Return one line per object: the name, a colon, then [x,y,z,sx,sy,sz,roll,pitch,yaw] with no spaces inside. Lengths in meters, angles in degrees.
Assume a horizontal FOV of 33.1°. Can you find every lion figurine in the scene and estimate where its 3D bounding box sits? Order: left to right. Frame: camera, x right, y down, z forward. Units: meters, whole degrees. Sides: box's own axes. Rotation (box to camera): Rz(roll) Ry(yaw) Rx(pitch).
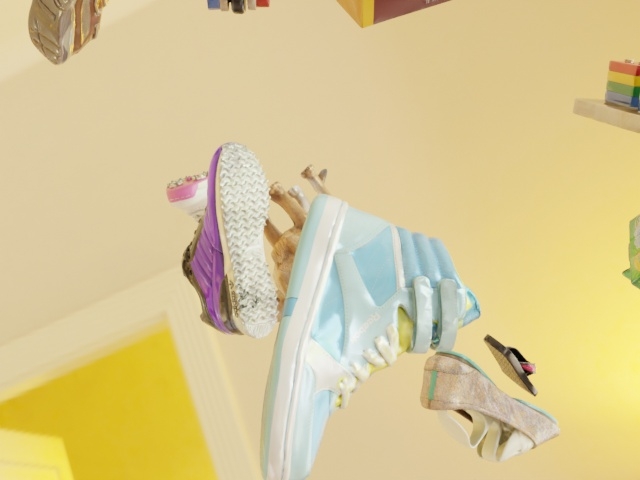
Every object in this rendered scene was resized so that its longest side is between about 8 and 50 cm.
lion figurine: [0.000,0.000,1.906,0.142,0.240,0.392,-42,-2,31]

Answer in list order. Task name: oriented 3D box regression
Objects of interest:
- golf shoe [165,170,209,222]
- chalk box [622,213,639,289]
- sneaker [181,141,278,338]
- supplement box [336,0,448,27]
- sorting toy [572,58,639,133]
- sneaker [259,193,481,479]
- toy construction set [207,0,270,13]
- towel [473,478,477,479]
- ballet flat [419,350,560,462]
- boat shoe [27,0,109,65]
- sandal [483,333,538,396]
golf shoe: [-0.206,-0.068,2.086,0.115,0.140,0.306,-13,2,15]
chalk box: [0.522,0.018,1.519,0.132,0.132,0.213,29,-46,-16]
sneaker: [-0.155,0.002,1.623,0.146,0.293,0.102,-2,3,41]
supplement box: [0.102,-0.442,1.599,0.194,0.191,0.129,-20,-41,-18]
sorting toy: [0.528,-0.200,1.515,0.257,0.089,0.255,2,13,-11]
sneaker: [0.056,0.113,1.119,0.208,0.319,0.127,14,-22,-2]
toy construction set: [-0.112,-0.527,1.805,0.308,0.237,0.257,0,-4,24]
towel: [0.317,0.425,1.715,0.152,0.023,0.113,19,-12,28]
ballet flat: [0.248,0.269,1.613,0.107,0.106,0.316,-5,-31,47]
boat shoe: [-0.415,-0.436,1.818,0.116,0.123,0.324,-34,-12,-34]
sandal: [0.296,0.183,1.620,0.040,0.067,0.179,-48,-41,-9]
